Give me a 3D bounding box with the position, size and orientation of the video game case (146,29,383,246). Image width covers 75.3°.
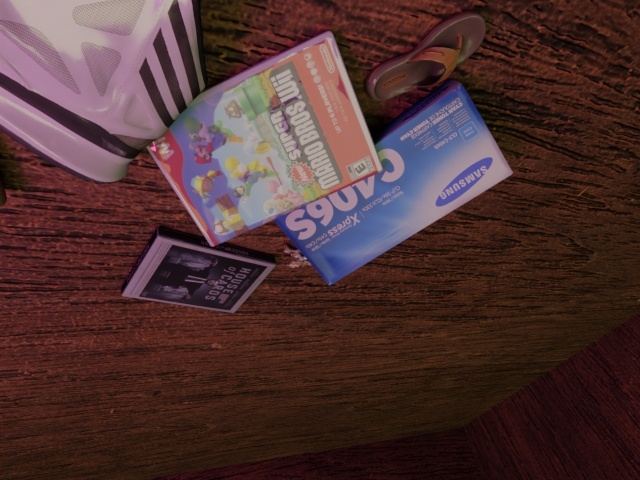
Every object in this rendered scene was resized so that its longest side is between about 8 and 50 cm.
[{"bbox_3d":[-0.077,-0.130,0.582,0.285,0.025,0.204,-23,117,6],"label":"video game case"}]

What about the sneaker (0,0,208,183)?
[{"bbox_3d":[-0.276,-0.253,0.345,0.258,0.169,0.447,-39,146,9],"label":"sneaker"}]

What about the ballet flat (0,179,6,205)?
[{"bbox_3d":[-0.440,-0.117,0.479,0.067,0.073,0.206,-36,144,-3],"label":"ballet flat"}]

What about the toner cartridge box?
[{"bbox_3d":[0.107,-0.084,0.679,0.348,0.075,0.165,-34,111,17],"label":"toner cartridge box"}]

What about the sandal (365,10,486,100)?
[{"bbox_3d":[0.151,-0.246,0.582,0.180,0.049,0.072,-28,140,10],"label":"sandal"}]

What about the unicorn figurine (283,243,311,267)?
[{"bbox_3d":[0.000,0.000,0.807,0.111,0.060,0.162,8,150,-30],"label":"unicorn figurine"}]

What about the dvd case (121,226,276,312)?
[{"bbox_3d":[-0.232,0.068,0.805,0.239,0.029,0.179,18,129,-36],"label":"dvd case"}]
